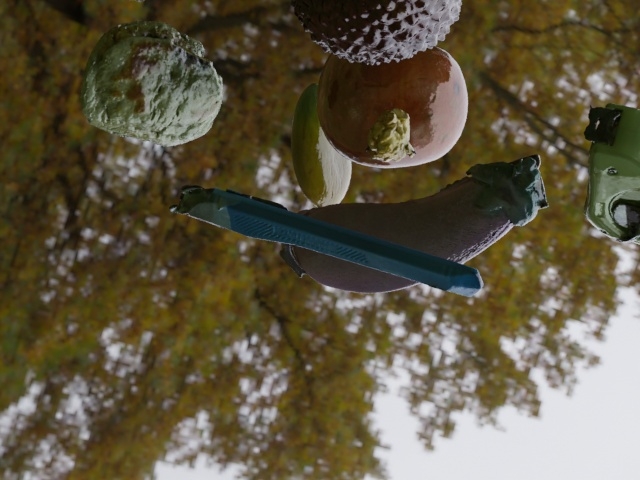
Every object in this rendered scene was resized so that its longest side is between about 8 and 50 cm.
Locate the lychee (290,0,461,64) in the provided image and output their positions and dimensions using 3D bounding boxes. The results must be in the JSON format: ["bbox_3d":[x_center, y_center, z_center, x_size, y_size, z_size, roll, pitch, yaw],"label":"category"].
[{"bbox_3d":[0.085,-0.393,1.784,0.276,0.304,0.275,-7,-104,30],"label":"lychee"}]

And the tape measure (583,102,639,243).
[{"bbox_3d":[0.386,-0.058,1.418,0.200,0.175,0.106,81,28,-56],"label":"tape measure"}]

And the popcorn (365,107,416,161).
[{"bbox_3d":[0.097,-0.151,1.824,0.084,0.084,0.084,-36,-136,46],"label":"popcorn"}]

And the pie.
[{"bbox_3d":[-0.270,-0.252,1.987,0.090,0.248,0.201,38,-68,53],"label":"pie"}]

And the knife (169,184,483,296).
[{"bbox_3d":[0.001,-0.001,1.077,0.026,0.296,0.044,-58,160,-48],"label":"knife"}]

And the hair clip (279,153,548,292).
[{"bbox_3d":[0.108,-0.013,1.426,0.359,0.110,0.095,-22,-128,28],"label":"hair clip"}]

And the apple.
[{"bbox_3d":[0.120,-0.243,2.042,0.253,0.253,0.253,-36,-136,46],"label":"apple"}]

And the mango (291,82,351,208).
[{"bbox_3d":[-0.005,-0.176,2.354,0.091,0.237,0.137,-2,-151,31],"label":"mango"}]
